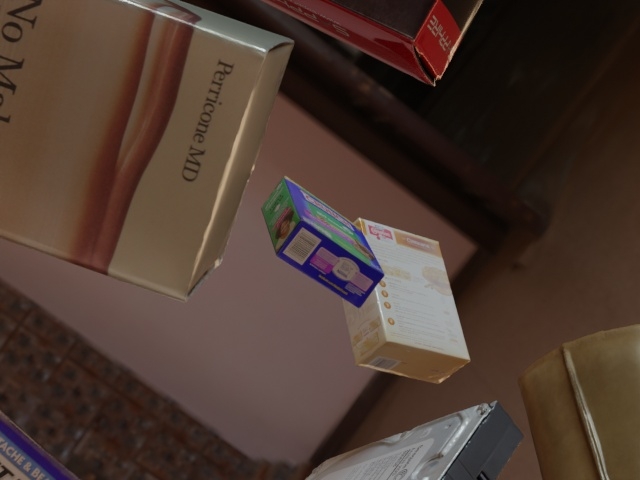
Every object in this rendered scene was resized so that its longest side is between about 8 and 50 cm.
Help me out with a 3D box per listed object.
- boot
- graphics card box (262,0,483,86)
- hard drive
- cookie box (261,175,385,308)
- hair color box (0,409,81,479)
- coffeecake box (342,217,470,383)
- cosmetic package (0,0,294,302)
[{"bbox_3d":[0.177,0.202,0.913,0.236,0.089,0.270,-14,42,11],"label":"boot"},{"bbox_3d":[0.073,-0.332,0.941,0.371,0.232,0.094,-59,-22,-2],"label":"graphics card box"},{"bbox_3d":[0.053,0.312,1.455,0.339,0.064,0.237,-29,12,47],"label":"hard drive"},{"bbox_3d":[0.000,0.000,1.081,0.040,0.091,0.107,-52,22,12],"label":"cookie box"},{"bbox_3d":[-0.295,0.245,0.729,0.339,0.110,0.185,-49,12,-22],"label":"hair color box"},{"bbox_3d":[0.101,0.077,1.619,0.068,0.142,0.186,-42,46,38],"label":"coffeecake box"},{"bbox_3d":[-0.181,-0.090,0.712,0.129,0.296,0.153,-66,-6,-78],"label":"cosmetic package"}]
